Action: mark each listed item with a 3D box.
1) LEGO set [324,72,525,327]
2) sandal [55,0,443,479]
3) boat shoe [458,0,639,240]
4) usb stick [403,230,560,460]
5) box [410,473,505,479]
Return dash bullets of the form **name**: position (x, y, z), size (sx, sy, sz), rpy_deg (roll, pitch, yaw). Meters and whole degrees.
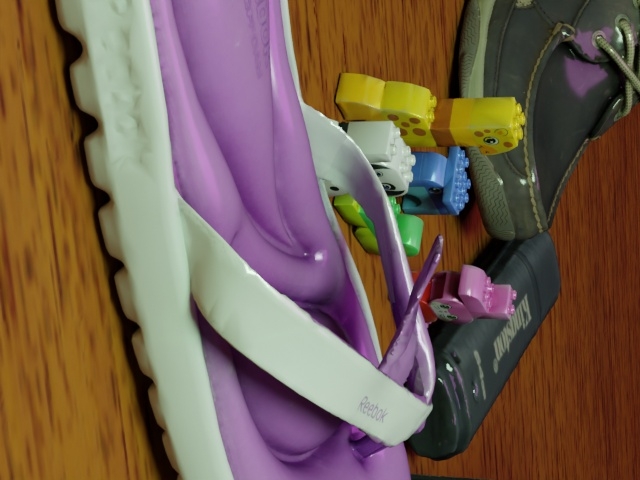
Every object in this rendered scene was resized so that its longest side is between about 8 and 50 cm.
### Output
- **LEGO set**: position (0.068, -0.033, 0.829), size (0.227, 0.093, 0.087), rpy_deg (52, 43, -57)
- **sandal**: position (-0.005, 0.010, 0.621), size (0.169, 0.102, 0.416), rpy_deg (-60, 141, -47)
- **boat shoe**: position (0.185, -0.152, 1.071), size (0.132, 0.130, 0.355), rpy_deg (66, 32, -47)
- **usb stick**: position (0.113, 0.060, 1.010), size (0.278, 0.045, 0.077), rpy_deg (-41, 130, -61)
- **box**: position (0.161, 0.282, 0.802), size (0.073, 0.293, 0.296), rpy_deg (36, 58, -64)
